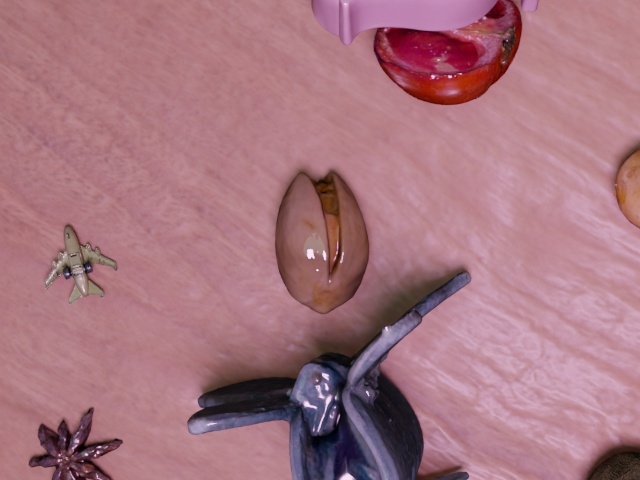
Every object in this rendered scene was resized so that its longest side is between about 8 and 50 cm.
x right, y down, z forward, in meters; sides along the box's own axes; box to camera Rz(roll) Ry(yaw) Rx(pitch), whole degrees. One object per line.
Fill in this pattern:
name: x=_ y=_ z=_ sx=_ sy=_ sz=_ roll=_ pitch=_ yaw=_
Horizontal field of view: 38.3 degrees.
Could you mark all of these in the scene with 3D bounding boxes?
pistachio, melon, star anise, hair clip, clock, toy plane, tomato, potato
pistachio: x=0.000 y=0.000 z=1.183 sx=0.124 sy=0.124 sz=0.185 roll=-5 pitch=71 yaw=11
melon: x=0.365 y=0.323 z=1.092 sx=0.114 sy=0.114 sz=0.167 roll=16 pitch=93 yaw=11
star anise: x=-0.341 y=0.303 z=1.270 sx=0.141 sy=0.042 sz=0.141 roll=0 pitch=89 yaw=12
hair clip: x=0.043 y=0.226 z=1.064 sx=0.392 sy=0.318 sz=0.238 roll=-26 pitch=86 yaw=8
clock: x=0.104 y=-0.390 z=1.142 sx=0.275 sy=0.080 sz=0.290 roll=-15 pitch=64 yaw=-4
toy plane: x=-0.338 y=0.031 z=1.281 sx=0.102 sy=0.040 sz=0.111 roll=-16 pitch=86 yaw=-9
tomato: x=0.160 y=-0.236 z=1.169 sx=0.173 sy=0.099 sz=0.189 roll=17 pitch=54 yaw=23
potato: x=0.441 y=-0.070 z=1.096 sx=0.178 sy=0.109 sz=0.118 roll=-16 pitch=107 yaw=15
